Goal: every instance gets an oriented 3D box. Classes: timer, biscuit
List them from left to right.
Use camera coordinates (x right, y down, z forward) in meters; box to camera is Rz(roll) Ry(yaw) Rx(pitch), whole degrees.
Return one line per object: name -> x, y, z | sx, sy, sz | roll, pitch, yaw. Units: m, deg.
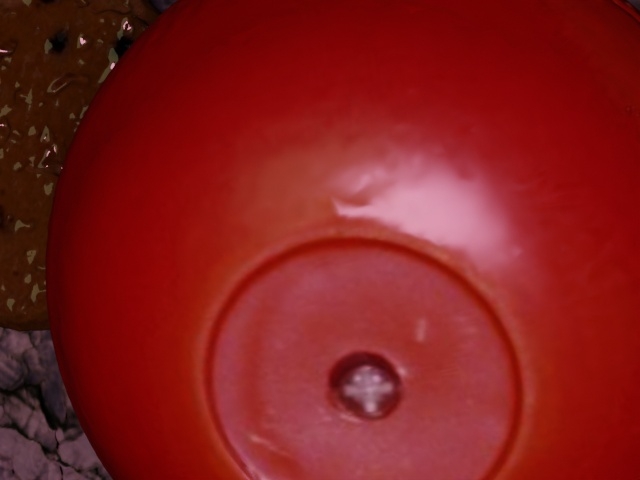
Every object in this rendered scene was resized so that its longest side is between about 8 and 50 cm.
biscuit -> -0.208, -0.073, 0.993 | 0.296, 0.075, 0.295 | -3, 83, 22
timer -> 0.042, 0.024, 0.712 | 0.378, 0.279, 0.377 | 4, 107, 12
